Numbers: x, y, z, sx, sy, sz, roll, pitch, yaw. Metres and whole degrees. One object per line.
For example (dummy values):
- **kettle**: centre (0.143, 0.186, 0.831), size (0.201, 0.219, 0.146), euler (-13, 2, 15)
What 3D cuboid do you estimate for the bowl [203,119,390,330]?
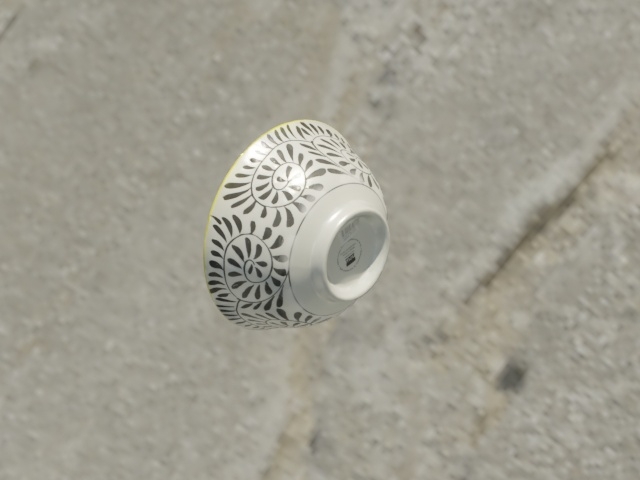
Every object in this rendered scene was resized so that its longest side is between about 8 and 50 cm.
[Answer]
- **bowl**: centre (0.000, 0.000, 1.443), size (0.080, 0.170, 0.170), euler (22, 79, 39)
